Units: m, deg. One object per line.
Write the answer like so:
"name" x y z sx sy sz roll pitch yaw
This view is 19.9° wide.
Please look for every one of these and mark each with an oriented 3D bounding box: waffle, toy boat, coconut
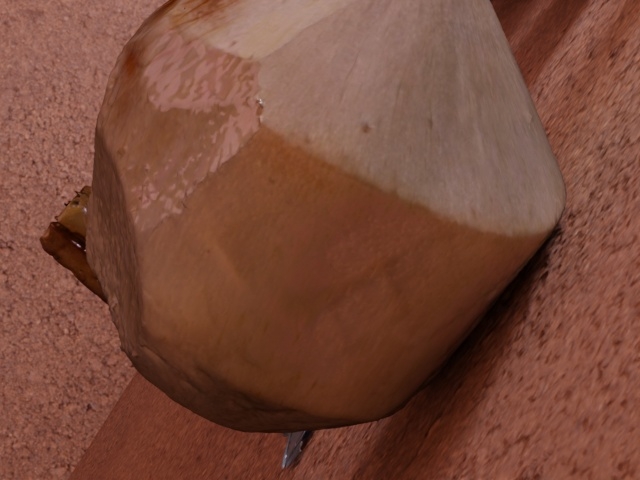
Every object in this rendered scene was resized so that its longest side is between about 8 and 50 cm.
"waffle" -0.208 0.062 2.354 0.098 0.327 0.224 -53 7 2
"toy boat" -0.016 0.161 1.839 0.105 0.034 0.149 -57 7 14
"coconut" -0.005 -0.065 1.438 0.415 0.344 0.415 -11 74 46
